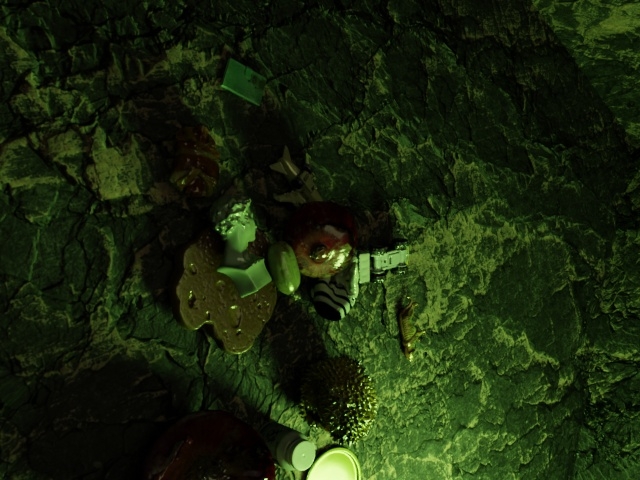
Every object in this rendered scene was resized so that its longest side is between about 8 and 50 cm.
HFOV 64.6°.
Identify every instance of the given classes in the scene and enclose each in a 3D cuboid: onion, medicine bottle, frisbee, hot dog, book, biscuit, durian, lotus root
[{"bbox_3d":[0.000,0.000,1.582,0.246,0.190,0.247,-2,113,-5],"label":"onion"},{"bbox_3d":[-0.102,0.597,1.466,0.107,0.191,0.107,4,83,-36],"label":"medicine bottle"},{"bbox_3d":[0.041,0.800,1.663,0.235,0.017,0.236,4,84,-37],"label":"frisbee"},{"bbox_3d":[-0.345,-0.223,1.414,0.146,0.103,0.213,6,82,-35],"label":"hot dog"},{"bbox_3d":[-0.235,-0.493,1.570,0.135,0.017,0.103,22,74,-33],"label":"book"},{"bbox_3d":[-0.262,0.135,1.463,0.358,0.074,0.381,2,86,-36],"label":"biscuit"},{"bbox_3d":[-0.288,0.627,1.311,0.347,0.285,0.348,5,54,-7],"label":"onion"},{"bbox_3d":[0.064,0.499,1.574,0.258,0.258,0.293,-20,103,-36],"label":"durian"},{"bbox_3d":[-0.107,0.093,1.505,0.090,0.077,0.183,-27,103,-54],"label":"lotus root"}]

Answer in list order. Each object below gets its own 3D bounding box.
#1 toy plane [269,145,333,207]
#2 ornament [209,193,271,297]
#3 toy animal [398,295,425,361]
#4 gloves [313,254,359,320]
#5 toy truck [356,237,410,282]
[{"bbox_3d":[-0.058,-0.175,1.630,0.256,0.104,0.242,44,47,-18],"label":"toy plane"},{"bbox_3d":[-0.229,0.014,1.391,0.130,0.120,0.285,-8,89,-59],"label":"ornament"},{"bbox_3d":[0.338,0.329,1.898,0.099,0.056,0.241,-13,94,-36],"label":"toy animal"},{"bbox_3d":[0.065,0.151,1.672,0.219,0.140,0.131,-56,137,-41],"label":"gloves"},{"bbox_3d":[0.214,0.069,1.791,0.285,0.111,0.136,-11,105,-40],"label":"toy truck"}]
